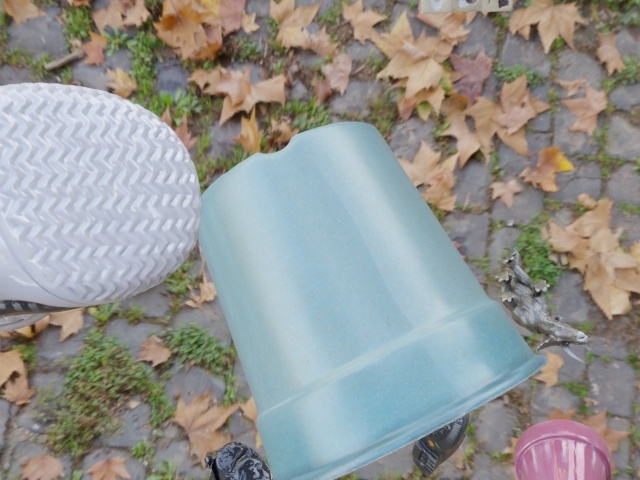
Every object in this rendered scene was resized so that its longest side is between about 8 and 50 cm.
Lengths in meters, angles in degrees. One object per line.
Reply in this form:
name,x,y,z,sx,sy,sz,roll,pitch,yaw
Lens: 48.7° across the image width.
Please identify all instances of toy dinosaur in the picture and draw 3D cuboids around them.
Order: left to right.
toy dinosaur,0.435,0.129,1.515,0.121,0.313,0.160,-27,124,-2

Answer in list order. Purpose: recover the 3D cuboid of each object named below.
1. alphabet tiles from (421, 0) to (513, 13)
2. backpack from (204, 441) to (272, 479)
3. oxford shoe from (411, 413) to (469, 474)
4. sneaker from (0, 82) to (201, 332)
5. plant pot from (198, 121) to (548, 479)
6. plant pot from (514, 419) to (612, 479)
alphabet tiles,0.269,-0.592,1.278,0.285,0.011,0.342,-2,109,3
backpack,-0.174,0.521,1.532,0.115,0.182,0.152,-33,70,-32
oxford shoe,0.263,0.394,1.471,0.096,0.227,0.083,-24,60,-32
sneaker,-0.264,-0.004,0.359,0.366,0.210,0.137,0,79,-31
plant pot,0.030,0.066,0.826,0.341,0.341,0.334,-24,78,-9
plant pot,0.512,0.511,1.489,0.201,0.180,0.201,6,117,13
